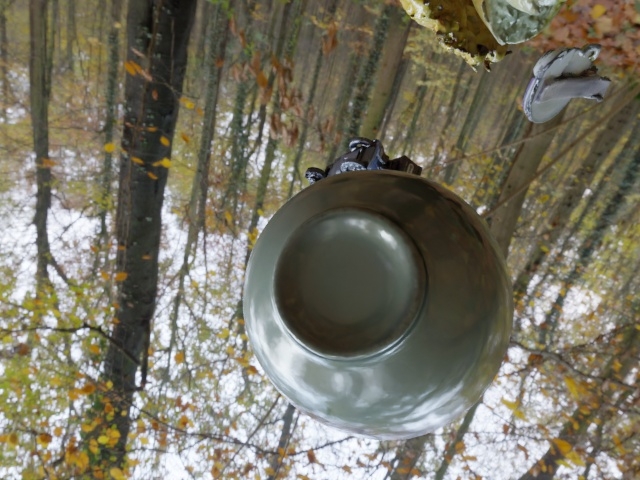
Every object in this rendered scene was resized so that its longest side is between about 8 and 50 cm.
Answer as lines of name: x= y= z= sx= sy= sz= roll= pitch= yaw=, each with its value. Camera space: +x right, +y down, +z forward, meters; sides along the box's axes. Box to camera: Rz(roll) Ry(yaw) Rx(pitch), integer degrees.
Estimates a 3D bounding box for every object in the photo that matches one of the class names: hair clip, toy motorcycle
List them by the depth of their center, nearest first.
hair clip: x=0.348 y=-0.220 z=0.690 sx=0.172 sy=0.116 sz=0.049 roll=-15 pitch=-134 yaw=-28
toy motorcycle: x=0.108 y=-0.181 z=1.429 sx=0.212 sy=0.125 sz=0.358 roll=33 pitch=156 yaw=-26

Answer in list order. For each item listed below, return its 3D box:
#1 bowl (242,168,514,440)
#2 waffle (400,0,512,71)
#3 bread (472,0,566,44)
bowl: x=0.040 y=0.050 z=0.463 sx=0.289 sy=0.290 sz=0.146 roll=25 pitch=177 yaw=20
waffle: x=0.281 y=-0.546 z=0.991 sx=0.382 sy=0.095 sz=0.380 roll=41 pitch=-119 yaw=-13
bread: x=0.265 y=-0.433 z=0.623 sx=0.159 sy=0.333 sz=0.333 roll=-19 pitch=-156 yaw=12
